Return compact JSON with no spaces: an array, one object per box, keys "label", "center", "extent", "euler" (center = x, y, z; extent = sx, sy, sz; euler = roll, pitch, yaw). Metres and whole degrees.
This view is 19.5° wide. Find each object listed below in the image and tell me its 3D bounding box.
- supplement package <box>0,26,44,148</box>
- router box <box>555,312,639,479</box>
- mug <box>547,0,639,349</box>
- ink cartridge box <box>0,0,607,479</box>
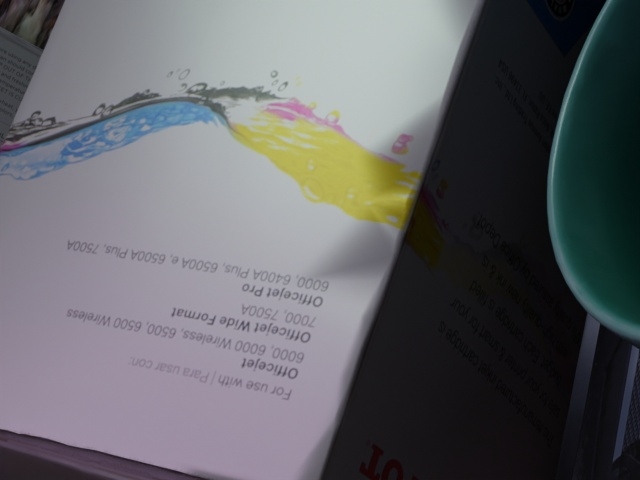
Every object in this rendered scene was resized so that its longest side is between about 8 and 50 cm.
[{"label":"supplement package","center":[-0.184,-0.014,1.046],"extent":[0.262,0.204,0.145],"euler":[2,66,64]},{"label":"router box","center":[0.177,0.000,0.479],"extent":[0.243,0.081,0.309],"euler":[-24,44,53]},{"label":"mug","center":[0.121,-0.006,0.379],"extent":[0.129,0.097,0.157],"euler":[-6,60,59]},{"label":"ink cartridge box","center":[0.000,0.000,0.649],"extent":[0.168,0.171,0.232],"euler":[8,68,31]}]
